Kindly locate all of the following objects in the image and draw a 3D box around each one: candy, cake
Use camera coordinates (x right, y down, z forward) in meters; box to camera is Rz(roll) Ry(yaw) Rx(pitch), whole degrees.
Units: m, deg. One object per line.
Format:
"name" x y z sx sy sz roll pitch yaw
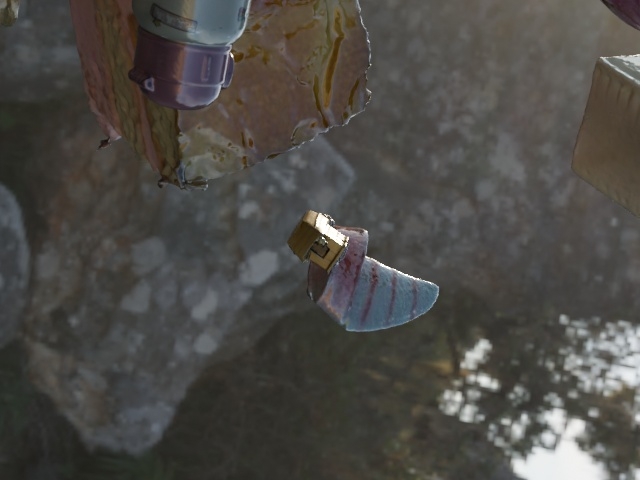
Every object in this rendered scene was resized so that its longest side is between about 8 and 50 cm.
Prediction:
"candy" 0.550 -0.128 1.815 0.358 0.145 0.208 45 -43 47
"cake" -0.140 -0.265 1.590 0.306 0.314 0.293 32 -44 52

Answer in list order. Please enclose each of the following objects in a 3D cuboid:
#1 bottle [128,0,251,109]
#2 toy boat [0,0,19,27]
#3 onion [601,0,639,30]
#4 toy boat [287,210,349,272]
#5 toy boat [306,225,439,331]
"bottle" -0.114 -0.235 1.092 0.110 0.109 0.233 -70 172 -72
"toy boat" -0.526 -0.391 1.869 0.188 0.061 0.116 36 -45 51
"onion" 0.328 -0.351 1.187 0.267 0.349 0.159 -31 -164 53
"toy boat" 0.000 0.000 1.651 0.057 0.077 0.200 -57 -178 8
"toy boat" 0.111 0.092 2.266 0.096 0.282 0.206 -26 -129 47
